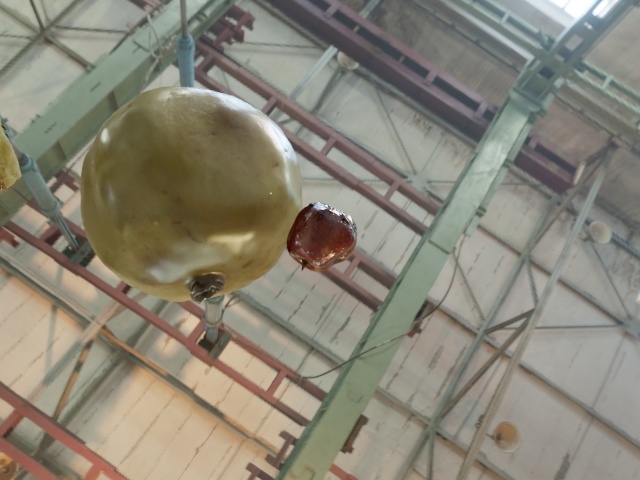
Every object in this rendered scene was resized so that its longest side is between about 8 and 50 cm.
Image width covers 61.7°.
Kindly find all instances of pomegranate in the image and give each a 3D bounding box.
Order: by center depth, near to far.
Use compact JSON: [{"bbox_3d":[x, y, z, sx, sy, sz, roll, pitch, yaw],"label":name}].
[{"bbox_3d":[-0.190,-0.062,0.816,0.333,0.332,0.332,4,-111,-11],"label":"pomegranate"}]

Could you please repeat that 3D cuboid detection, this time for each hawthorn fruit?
[{"bbox_3d":[0.000,0.000,0.658,0.093,0.093,0.093,4,-111,-11],"label":"hawthorn fruit"}]

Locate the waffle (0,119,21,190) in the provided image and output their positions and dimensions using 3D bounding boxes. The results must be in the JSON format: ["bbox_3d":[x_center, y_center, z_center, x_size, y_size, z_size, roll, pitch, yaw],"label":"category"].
[{"bbox_3d":[-0.604,-0.200,0.700,0.376,0.261,0.114,25,-127,4],"label":"waffle"}]
